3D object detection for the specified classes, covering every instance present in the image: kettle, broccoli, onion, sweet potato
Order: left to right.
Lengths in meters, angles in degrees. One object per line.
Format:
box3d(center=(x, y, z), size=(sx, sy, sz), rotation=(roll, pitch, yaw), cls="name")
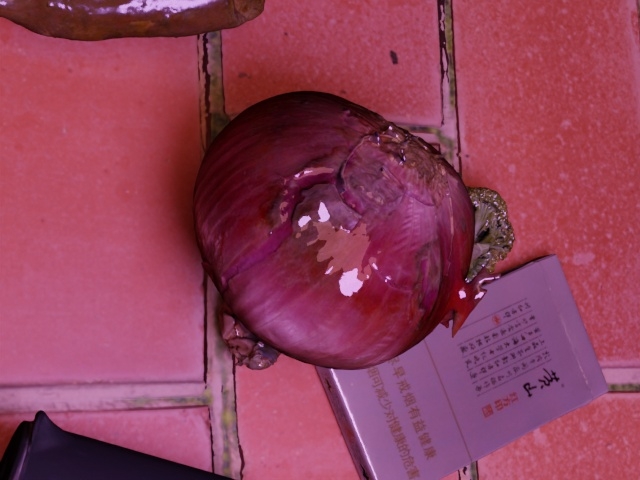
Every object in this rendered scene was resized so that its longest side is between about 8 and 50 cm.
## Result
box3d(center=(-0.224, 0.346, 1.443), size=(0.308, 0.262, 0.203), rotation=(21, 39, -14), cls="kettle")
box3d(center=(-0.226, -0.310, 1.551), size=(0.370, 0.158, 0.157), rotation=(-9, 85, -16), cls="sweet potato")
box3d(center=(0.025, -0.009, 1.511), size=(0.354, 0.354, 0.353), rotation=(4, 80, -21), cls="onion")
box3d(center=(0.186, -0.009, 1.677), size=(0.130, 0.131, 0.120), rotation=(39, 25, -13), cls="broccoli")

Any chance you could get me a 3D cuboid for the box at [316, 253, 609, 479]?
box3d(center=(0.188, 0.173, 1.684), size=(0.365, 0.051, 0.204), rotation=(-22, 91, -23), cls="box")
